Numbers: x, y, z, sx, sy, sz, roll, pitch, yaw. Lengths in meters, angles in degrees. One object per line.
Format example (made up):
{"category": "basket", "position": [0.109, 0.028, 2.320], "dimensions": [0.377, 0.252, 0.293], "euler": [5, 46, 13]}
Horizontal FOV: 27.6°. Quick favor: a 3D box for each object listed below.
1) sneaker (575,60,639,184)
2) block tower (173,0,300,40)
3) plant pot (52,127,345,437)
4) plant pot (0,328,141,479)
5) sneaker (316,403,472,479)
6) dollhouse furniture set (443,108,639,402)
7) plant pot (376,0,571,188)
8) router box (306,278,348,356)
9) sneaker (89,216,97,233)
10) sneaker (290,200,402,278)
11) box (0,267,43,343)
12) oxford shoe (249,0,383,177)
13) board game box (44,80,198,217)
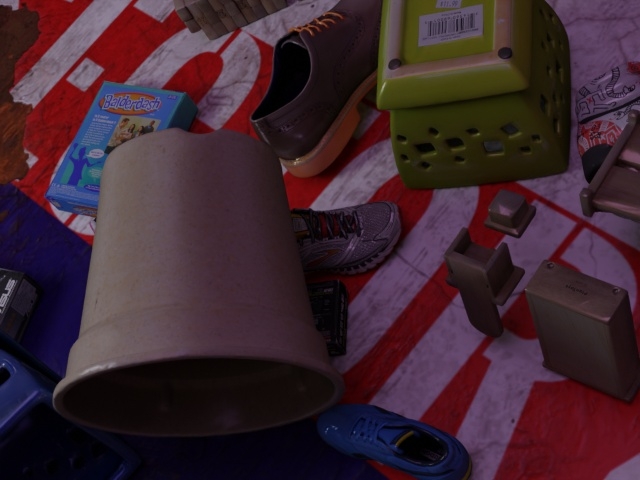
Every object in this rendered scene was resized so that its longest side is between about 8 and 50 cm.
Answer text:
{"category": "sneaker", "position": [0.444, -0.166, 1.603], "dimensions": [0.270, 0.090, 0.145], "euler": [-15, 59, 19]}
{"category": "block tower", "position": [-0.057, -0.419, 1.975], "dimensions": [0.335, 0.091, 0.097], "euler": [-20, 56, 11]}
{"category": "plant pot", "position": [-0.148, 0.045, 1.555], "dimensions": [0.333, 0.334, 0.305], "euler": [-12, 67, 18]}
{"category": "plant pot", "position": [-0.410, 0.256, 1.651], "dimensions": [0.236, 0.236, 0.212], "euler": [-44, 48, -4]}
{"category": "sneaker", "position": [0.078, 0.229, 1.538], "dimensions": [0.209, 0.082, 0.069], "euler": [16, 71, 32]}
{"category": "dollhouse furniture set", "position": [0.367, -0.017, 1.524], "dimensions": [0.303, 0.174, 0.355], "euler": [22, 63, 32]}
{"category": "plant pot", "position": [0.191, -0.220, 1.676], "dimensions": [0.228, 0.207, 0.227], "euler": [-6, 59, 20]}
{"category": "router box", "position": [-0.026, 0.105, 1.683], "dimensions": [0.122, 0.038, 0.092], "euler": [-8, 58, 20]}
{"category": "sneaker", "position": [-0.244, 0.011, 1.829], "dimensions": [0.178, 0.072, 0.077], "euler": [33, 66, 27]}
{"category": "sneaker", "position": [0.000, 0.000, 1.700], "dimensions": [0.225, 0.093, 0.088], "euler": [-19, 56, 12]}
{"category": "box", "position": [-0.524, 0.145, 1.871], "dimensions": [0.183, 0.056, 0.231], "euler": [9, 65, 27]}
{"category": "oxford shoe", "position": [0.022, -0.271, 1.811], "dimensions": [0.130, 0.133, 0.364], "euler": [3, 60, 47]}
{"category": "board game box", "position": [-0.295, -0.131, 1.938], "dimensions": [0.160, 0.047, 0.210], "euler": [12, 67, 30]}
